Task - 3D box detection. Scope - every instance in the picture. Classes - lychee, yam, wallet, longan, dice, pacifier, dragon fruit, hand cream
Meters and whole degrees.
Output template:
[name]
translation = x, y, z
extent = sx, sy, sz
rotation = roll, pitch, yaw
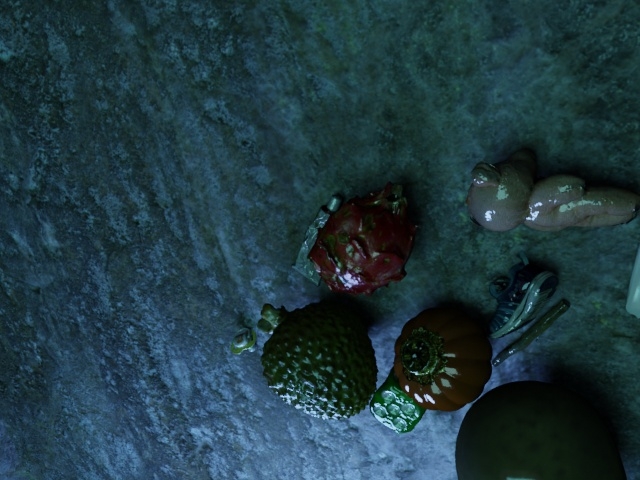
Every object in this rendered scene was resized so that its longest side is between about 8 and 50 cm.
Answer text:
[lychee]
translation = -0.007, 0.265, 1.621
extent = 0.270, 0.270, 0.320
rotation = -41, 52, 38
[yam]
translation = 0.437, 0.201, 1.478
extent = 0.234, 0.029, 0.027
rotation = -53, 55, 38
[wallet]
translation = 0.621, 0.066, 1.296
extent = 0.095, 0.033, 0.190
rotation = 17, 121, 24
[longan]
translation = 0.437, 0.458, 1.421
extent = 0.361, 0.361, 0.361
rotation = 13, 120, 24
[dice]
translation = 0.195, 0.356, 1.631
extent = 0.120, 0.128, 0.131
rotation = 31, 125, 12
[pacifier]
translation = -0.196, 0.270, 1.872
extent = 0.083, 0.068, 0.064
rotation = -29, 132, 17
[dragon fruit]
translation = 0.103, -0.003, 1.463
extent = 0.210, 0.205, 0.268
rotation = 38, 118, 12
[hand cream]
translation = -0.002, 0.002, 1.620
extent = 0.084, 0.050, 0.257
rotation = 32, 129, 9

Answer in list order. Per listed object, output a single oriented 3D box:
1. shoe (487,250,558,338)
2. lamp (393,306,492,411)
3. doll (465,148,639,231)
[shoe]
translation = 0.392, 0.118, 1.433
extent = 0.106, 0.091, 0.207
rotation = 47, 136, 30
[lamp]
translation = 0.258, 0.251, 1.499
extent = 0.223, 0.196, 0.223
rotation = -14, 69, 42
[doll]
translation = 0.418, -0.094, 1.285
extent = 0.303, 0.156, 0.201
rotation = 1, 156, 8
